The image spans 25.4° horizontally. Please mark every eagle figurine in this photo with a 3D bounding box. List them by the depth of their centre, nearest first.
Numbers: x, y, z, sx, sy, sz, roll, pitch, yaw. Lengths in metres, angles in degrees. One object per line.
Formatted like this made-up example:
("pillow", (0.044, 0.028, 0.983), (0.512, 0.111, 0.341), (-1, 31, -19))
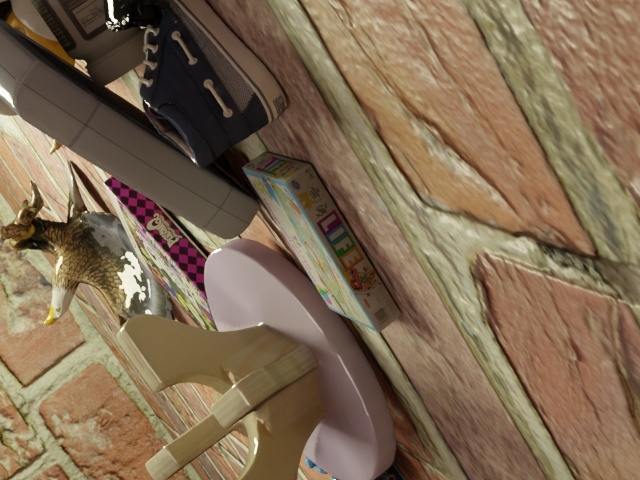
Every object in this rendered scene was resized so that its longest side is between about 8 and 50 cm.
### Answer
("eagle figurine", (-0.345, 0.045, 2.189), (0.298, 0.225, 0.226), (25, -148, -6))

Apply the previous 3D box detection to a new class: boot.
("boot", (-0.155, -0.210, 1.075), (0.121, 0.045, 0.099), (18, 116, 59))
("boot", (-0.116, -0.142, 1.096), (0.190, 0.086, 0.069), (46, 165, 26))

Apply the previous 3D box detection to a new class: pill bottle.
("pill bottle", (-0.206, -0.208, 1.247), (0.137, 0.078, 0.078), (57, 166, -15))

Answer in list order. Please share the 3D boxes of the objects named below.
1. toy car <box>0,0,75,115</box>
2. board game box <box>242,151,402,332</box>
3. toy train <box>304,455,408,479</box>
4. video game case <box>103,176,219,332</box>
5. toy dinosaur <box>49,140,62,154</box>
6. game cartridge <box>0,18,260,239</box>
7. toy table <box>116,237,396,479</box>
("toy car", (-0.332, -0.235, 1.480), (0.182, 0.159, 0.136), (30, -144, -15))
("board game box", (0.000, 0.000, 1.189), (0.154, 0.026, 0.103), (58, 165, -21))
("toy train", (0.025, 0.218, 1.536), (0.184, 0.080, 0.105), (54, 160, -3))
("video game case", (-0.178, 0.040, 1.829), (0.232, 0.042, 0.210), (46, 166, 26))
("toy dinosaur", (-0.354, -0.176, 1.837), (0.112, 0.064, 0.211), (55, 166, -2))
("game cartridge", (-0.191, -0.101, 1.285), (0.294, 0.060, 0.196), (33, -179, -45))
("toy table", (-0.068, 0.149, 1.380), (0.274, 0.161, 0.252), (47, 142, 15))
